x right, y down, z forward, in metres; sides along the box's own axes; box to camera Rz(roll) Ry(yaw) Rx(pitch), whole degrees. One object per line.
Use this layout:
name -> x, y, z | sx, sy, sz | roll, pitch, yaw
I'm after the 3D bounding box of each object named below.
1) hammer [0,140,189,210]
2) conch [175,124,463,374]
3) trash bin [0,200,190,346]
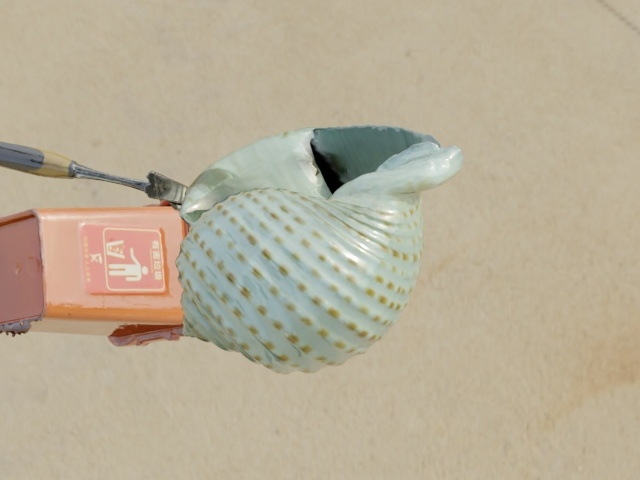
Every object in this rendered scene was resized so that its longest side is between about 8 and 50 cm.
hammer -> -0.194, -0.055, 0.908 | 0.201, 0.078, 0.021 | 12, 86, 0
conch -> 0.000, 0.010, 0.790 | 0.200, 0.131, 0.172 | -15, 22, -9
trash bin -> -0.252, 0.036, 1.301 | 0.184, 0.239, 0.161 | -12, 80, 40
